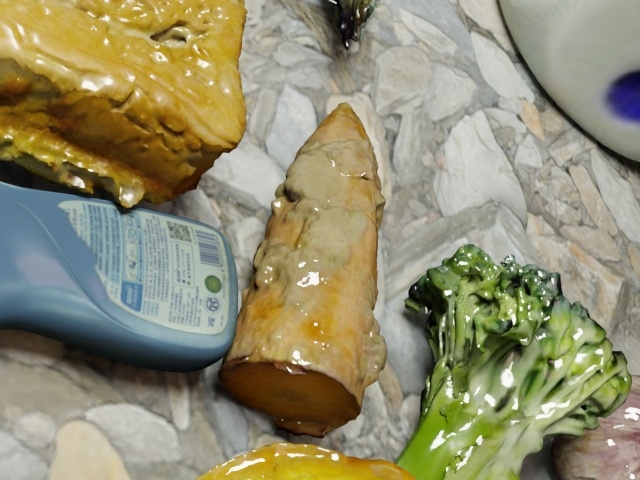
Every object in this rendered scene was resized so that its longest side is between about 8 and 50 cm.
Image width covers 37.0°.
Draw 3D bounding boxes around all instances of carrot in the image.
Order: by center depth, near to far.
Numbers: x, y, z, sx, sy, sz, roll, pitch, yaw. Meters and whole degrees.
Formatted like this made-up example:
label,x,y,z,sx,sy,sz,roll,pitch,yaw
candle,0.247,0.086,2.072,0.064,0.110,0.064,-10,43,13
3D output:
label,x,y,z,sx,sy,sz,roll,pitch,yaw
carrot,0.000,0.000,0.659,0.102,0.102,0.263,33,48,-26

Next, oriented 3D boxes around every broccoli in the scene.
label,x,y,z,sx,sy,sz,roll,pitch,yaw
broccoli,0.085,0.143,0.654,0.165,0.145,0.304,52,58,-25

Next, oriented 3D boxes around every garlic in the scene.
label,x,y,z,sx,sy,sz,roll,pitch,yaw
garlic,0.268,0.183,0.792,0.159,0.102,0.147,11,68,-36

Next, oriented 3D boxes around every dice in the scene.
label,x,y,z,sx,sy,sz,roll,pitch,yaw
dice,0.376,-0.265,0.922,0.304,0.304,0.277,30,57,-28

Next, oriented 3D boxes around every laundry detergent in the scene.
label,x,y,z,sx,sy,sz,roll,pitch,yaw
laundry detergent,-0.146,0.015,0.538,0.206,0.061,0.097,17,63,-34

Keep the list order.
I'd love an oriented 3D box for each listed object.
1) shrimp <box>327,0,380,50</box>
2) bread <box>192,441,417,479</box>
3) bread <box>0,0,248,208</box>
label,x,y,z,sx,sy,sz,roll,pitch,yaw
shrimp,-0.019,-0.279,0.777,0.198,0.051,0.262,24,56,-23
bread,-0.007,0.242,0.482,0.268,0.145,0.268,1,85,-14
bread,-0.215,-0.141,0.508,0.380,0.109,0.185,19,59,-33
